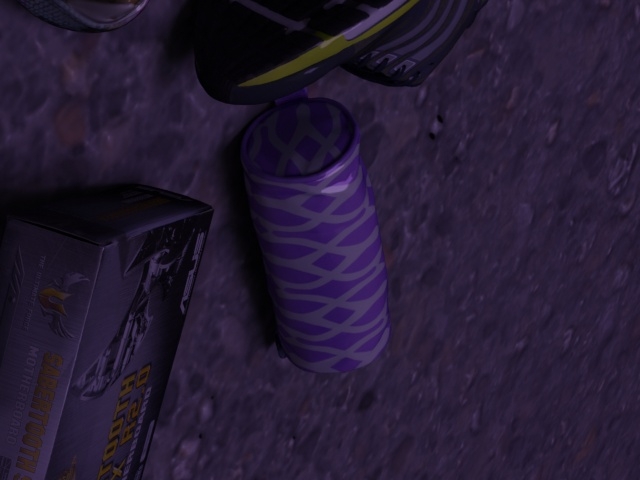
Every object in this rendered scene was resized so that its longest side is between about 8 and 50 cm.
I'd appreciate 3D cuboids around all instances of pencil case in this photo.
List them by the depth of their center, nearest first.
[{"bbox_3d":[0.000,0.000,1.069,0.206,0.086,0.088,81,8,-45],"label":"pencil case"}]

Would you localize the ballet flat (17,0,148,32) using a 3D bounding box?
[{"bbox_3d":[-0.125,-0.151,0.767,0.077,0.079,0.221,-65,150,-6],"label":"ballet flat"}]

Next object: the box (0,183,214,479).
[{"bbox_3d":[-0.138,0.090,0.876,0.183,0.056,0.231,-27,134,-76],"label":"box"}]

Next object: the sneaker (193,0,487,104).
[{"bbox_3d":[0.033,-0.142,1.005,0.300,0.111,0.121,-34,141,-41],"label":"sneaker"}]
